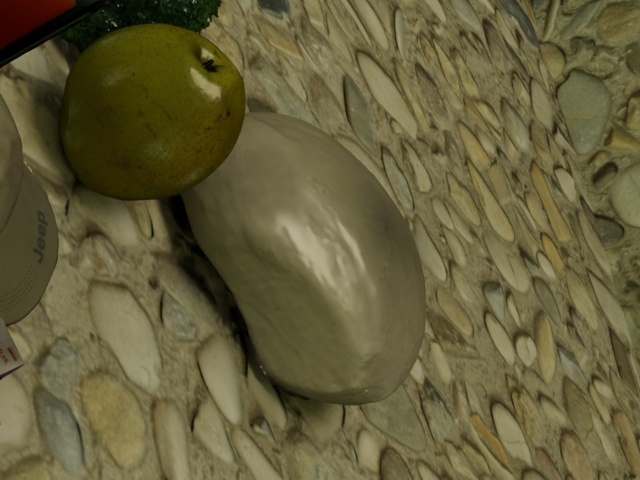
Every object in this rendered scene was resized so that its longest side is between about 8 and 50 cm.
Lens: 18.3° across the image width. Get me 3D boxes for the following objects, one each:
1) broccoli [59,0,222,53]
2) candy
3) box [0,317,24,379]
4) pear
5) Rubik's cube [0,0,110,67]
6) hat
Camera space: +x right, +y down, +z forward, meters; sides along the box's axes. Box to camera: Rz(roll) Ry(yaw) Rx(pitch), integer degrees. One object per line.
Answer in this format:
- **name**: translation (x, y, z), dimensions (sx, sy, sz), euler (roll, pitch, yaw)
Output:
- **broccoli**: translation (-0.189, -0.312, 2.227), dimensions (0.269, 0.269, 0.254), euler (29, 45, -57)
- **candy**: translation (0.000, 0.000, 2.355), dimensions (0.386, 0.186, 0.427), euler (58, 16, -4)
- **box**: translation (-0.300, 0.104, 1.690), dimensions (0.051, 0.036, 0.117), euler (64, 19, 1)
- **pear**: translation (-0.176, -0.135, 2.061), dimensions (0.198, 0.198, 0.198), euler (50, 24, -32)
- **Rubik's cube**: translation (-0.346, -0.309, 1.770), dimensions (0.248, 0.246, 0.250), euler (48, 24, -40)
- **hat**: translation (-0.279, -0.044, 1.729), dimensions (0.244, 0.149, 0.214), euler (17, 64, -49)
